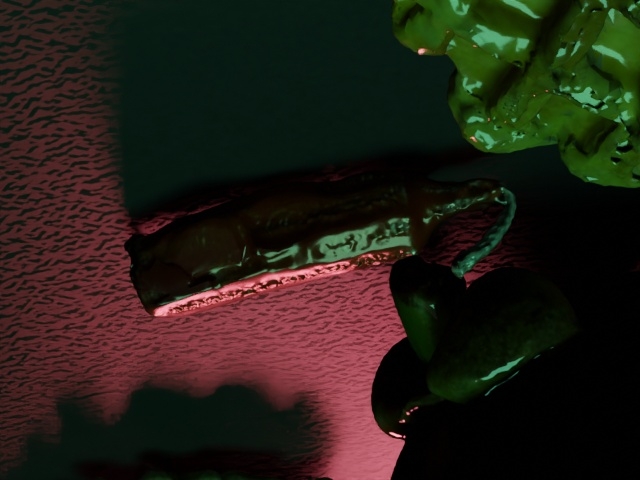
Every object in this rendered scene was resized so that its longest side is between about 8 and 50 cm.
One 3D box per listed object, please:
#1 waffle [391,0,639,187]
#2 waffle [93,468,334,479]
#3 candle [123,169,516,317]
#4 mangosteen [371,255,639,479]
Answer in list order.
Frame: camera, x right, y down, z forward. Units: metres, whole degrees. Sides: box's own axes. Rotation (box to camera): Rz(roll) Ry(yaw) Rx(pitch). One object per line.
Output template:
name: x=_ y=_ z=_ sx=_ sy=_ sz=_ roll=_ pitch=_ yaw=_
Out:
waffle: x=0.132 y=-0.105 z=0.582 sx=0.291 sy=0.051 sz=0.291 roll=14 pitch=139 yaw=13
waffle: x=-0.074 y=0.171 z=1.043 sx=0.169 sy=0.036 sz=0.183 roll=4 pitch=144 yaw=-16
candle: x=0.000 y=0.000 z=0.782 sx=0.162 sy=0.048 sz=0.053 roll=-14 pitch=130 yaw=8
mangosteen: x=0.123 y=0.101 z=0.838 sx=0.216 sy=0.216 sz=0.216 roll=-6 pitch=148 yaw=-4
